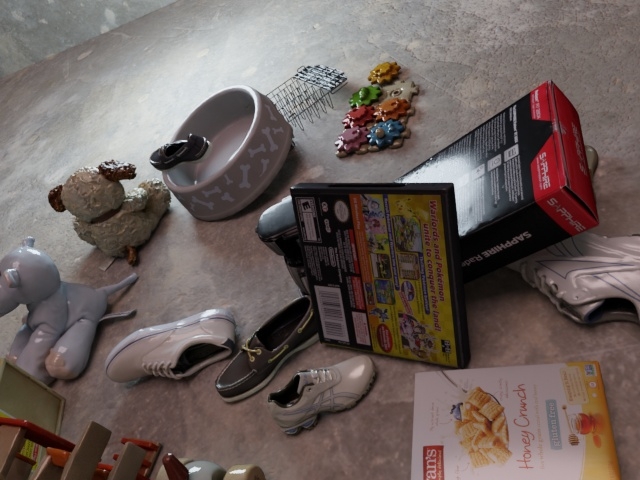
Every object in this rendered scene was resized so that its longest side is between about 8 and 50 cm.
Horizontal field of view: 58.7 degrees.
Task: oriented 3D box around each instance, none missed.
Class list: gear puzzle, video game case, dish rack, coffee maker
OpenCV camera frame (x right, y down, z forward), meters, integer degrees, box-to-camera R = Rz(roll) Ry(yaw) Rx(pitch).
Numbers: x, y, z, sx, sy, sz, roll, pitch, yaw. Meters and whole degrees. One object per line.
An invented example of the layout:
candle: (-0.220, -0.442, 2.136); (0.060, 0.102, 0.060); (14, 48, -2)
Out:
gear puzzle: (0.139, -0.333, 1.346); (0.176, 0.044, 0.338); (-6, 47, 26)
video game case: (0.087, 0.048, 0.842); (0.248, 0.274, 0.035); (4, 25, 33)
dish rack: (-0.061, -0.353, 1.468); (0.271, 0.074, 0.208); (-40, 43, -13)
coffee maker: (0.000, 0.000, 0.999); (0.171, 0.178, 0.120); (-35, 42, -5)

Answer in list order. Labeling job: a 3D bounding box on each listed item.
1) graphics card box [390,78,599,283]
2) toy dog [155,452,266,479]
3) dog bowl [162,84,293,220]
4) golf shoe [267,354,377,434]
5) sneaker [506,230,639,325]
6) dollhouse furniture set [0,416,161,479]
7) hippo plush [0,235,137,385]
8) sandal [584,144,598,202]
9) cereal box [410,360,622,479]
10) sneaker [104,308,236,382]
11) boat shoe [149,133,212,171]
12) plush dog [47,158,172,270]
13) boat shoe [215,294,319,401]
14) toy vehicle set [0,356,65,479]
graphics card box: (0.222, -0.052, 0.875); (0.371, 0.094, 0.232); (-32, 34, 40)
toy dog: (-0.180, 0.409, 0.715); (0.220, 0.161, 0.333); (-24, 41, 8)
dog bowl: (-0.233, -0.220, 1.353); (0.349, 0.102, 0.348); (-21, 51, 28)
golf shoe: (0.002, 0.220, 0.853); (0.176, 0.086, 0.069); (-33, 39, -5)
sneaker: (0.355, 0.042, 0.809); (0.297, 0.111, 0.129); (16, 65, 41)
dollhouse furniture set: (-0.364, 0.316, 0.840); (0.262, 0.259, 0.135); (-3, 51, 28)
hippo plush: (-0.567, 0.139, 1.149); (0.294, 0.236, 0.234); (-25, 41, 6)
sandal: (0.425, -0.105, 0.951); (0.072, 0.049, 0.180); (3, 51, 33)
cereal box: (0.237, 0.244, 0.719); (0.240, 0.047, 0.173); (-10, 45, 22)
sneaker: (-0.274, 0.204, 1.021); (0.258, 0.094, 0.091); (-24, 37, 6)
boat shoe: (-0.336, -0.209, 1.306); (0.206, 0.065, 0.075); (-2, 63, 39)
plush dog: (-0.503, -0.073, 1.329); (0.263, 0.225, 0.210); (-25, 41, 6)
boat shoe: (-0.091, 0.178, 0.959); (0.228, 0.068, 0.081); (-38, 42, -9)
toy vehicle set: (-0.523, 0.350, 0.970); (0.035, 0.166, 0.266); (-24, 41, 7)
